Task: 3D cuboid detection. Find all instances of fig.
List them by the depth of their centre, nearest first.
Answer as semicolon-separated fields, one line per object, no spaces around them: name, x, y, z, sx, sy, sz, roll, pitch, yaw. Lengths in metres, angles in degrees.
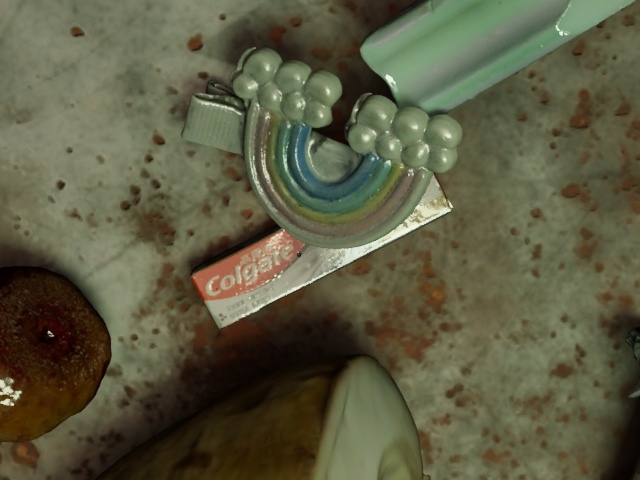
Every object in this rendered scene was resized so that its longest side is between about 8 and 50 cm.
fig;-0.258;0.117;1.064;0.134;0.146;0.201;54;133;16

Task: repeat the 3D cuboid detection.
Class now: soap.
soap;0.159;-0.185;1.008;0.230;0.145;0.091;-28;99;28

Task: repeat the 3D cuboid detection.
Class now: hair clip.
hair clip;-0.006;-0.068;1.031;0.220;0.054;0.140;24;114;15

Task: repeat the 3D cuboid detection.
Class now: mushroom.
mushroom;-0.129;0.259;0.999;0.397;0.224;0.314;-14;59;24

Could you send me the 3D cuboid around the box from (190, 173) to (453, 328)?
box;0.000;0.000;1.083;0.218;0.039;0.055;-26;96;0

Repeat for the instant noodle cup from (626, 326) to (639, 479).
instant noodle cup;0.338;0.218;1.024;0.258;0.302;0.182;5;114;-44
